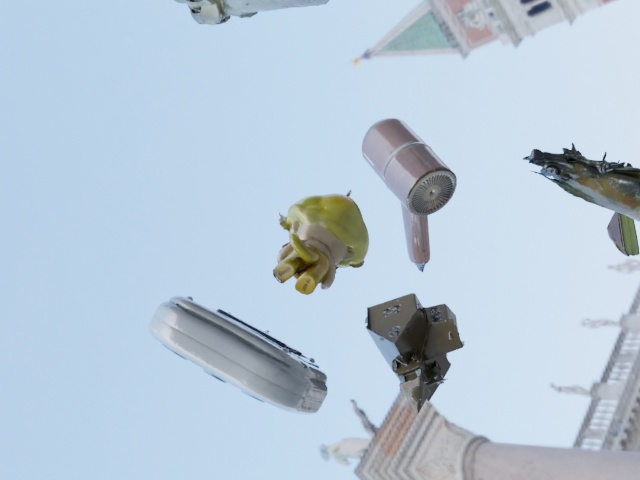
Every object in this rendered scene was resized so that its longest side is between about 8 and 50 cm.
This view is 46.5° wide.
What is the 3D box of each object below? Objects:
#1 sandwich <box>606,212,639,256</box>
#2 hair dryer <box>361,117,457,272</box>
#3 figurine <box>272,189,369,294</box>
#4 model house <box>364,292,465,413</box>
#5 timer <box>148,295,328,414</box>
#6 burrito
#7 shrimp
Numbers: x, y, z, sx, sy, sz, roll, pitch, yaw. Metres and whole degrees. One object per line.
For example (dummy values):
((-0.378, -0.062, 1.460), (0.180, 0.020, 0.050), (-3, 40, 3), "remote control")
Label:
((0.479, -0.015, 1.186), (0.031, 0.044, 0.083), (-12, -85, -15), "sandwich")
((0.172, -0.058, 1.442), (0.107, 0.189, 0.344), (-25, -42, -12), "hair dryer")
((0.000, 0.000, 1.135), (0.156, 0.131, 0.246), (30, -152, -1), "figurine")
((0.201, 0.242, 1.475), (0.180, 0.176, 0.248), (58, -161, -31), "model house")
((-0.115, 0.167, 1.104), (0.087, 0.262, 0.237), (-62, -19, -5), "timer")
((-0.074, -0.419, 1.178), (0.175, 0.348, 0.107), (-23, -76, -70), "burrito")
((0.389, -0.126, 0.922), (0.262, 0.051, 0.197), (16, -92, -4), "shrimp")
